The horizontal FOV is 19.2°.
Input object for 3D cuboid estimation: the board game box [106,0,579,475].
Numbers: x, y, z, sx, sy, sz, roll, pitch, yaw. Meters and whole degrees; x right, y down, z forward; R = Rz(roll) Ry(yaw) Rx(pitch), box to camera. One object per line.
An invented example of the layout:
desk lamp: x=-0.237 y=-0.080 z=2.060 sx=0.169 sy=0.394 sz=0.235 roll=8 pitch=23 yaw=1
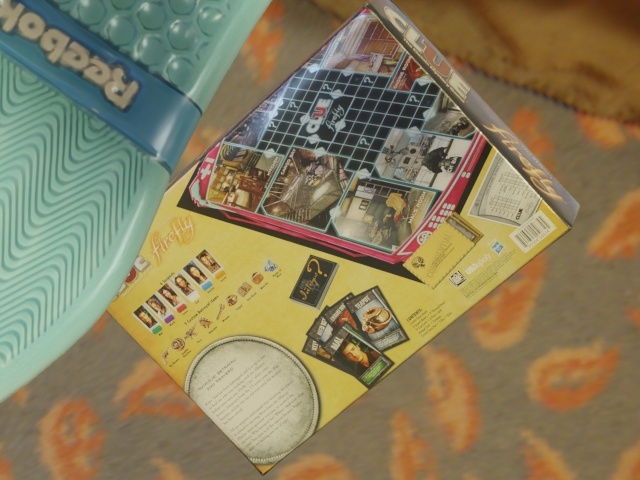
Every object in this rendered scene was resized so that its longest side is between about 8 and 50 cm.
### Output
board game box: x=0.000 y=0.000 z=1.062 sx=0.243 sy=0.042 sz=0.165 roll=-40 pitch=96 yaw=24

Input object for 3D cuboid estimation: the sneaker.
sneaker: x=-0.118 y=-0.047 z=0.651 sx=0.127 sy=0.208 sz=0.319 roll=43 pitch=71 yaw=-13
